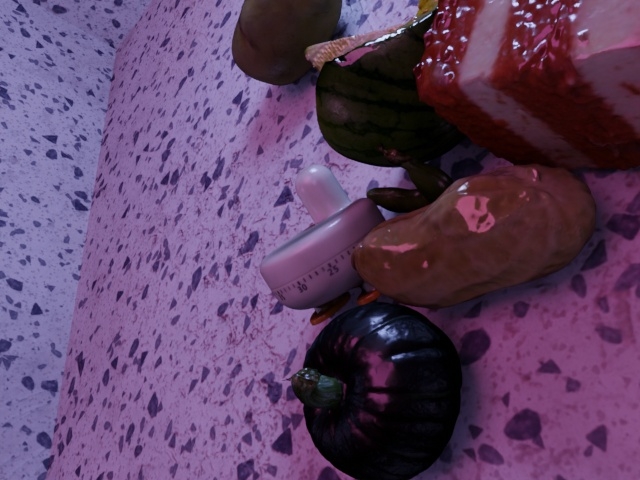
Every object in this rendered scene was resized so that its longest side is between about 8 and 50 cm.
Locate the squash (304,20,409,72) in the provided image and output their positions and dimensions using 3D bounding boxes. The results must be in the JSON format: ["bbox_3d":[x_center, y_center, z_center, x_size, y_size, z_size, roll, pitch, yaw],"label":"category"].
[{"bbox_3d":[0.132,-0.398,1.234,0.289,0.111,0.203,-44,72,32],"label":"squash"}]

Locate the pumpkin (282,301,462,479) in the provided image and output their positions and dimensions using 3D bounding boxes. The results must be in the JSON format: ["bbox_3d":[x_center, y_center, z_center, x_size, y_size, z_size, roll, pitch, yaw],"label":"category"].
[{"bbox_3d":[0.054,0.202,0.854,0.248,0.248,0.248,-30,47,39],"label":"pumpkin"}]

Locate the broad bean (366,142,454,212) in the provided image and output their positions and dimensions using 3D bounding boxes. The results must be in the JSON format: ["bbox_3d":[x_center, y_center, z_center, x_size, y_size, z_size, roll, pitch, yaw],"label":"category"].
[{"bbox_3d":[0.145,-0.080,0.983,0.049,0.144,0.292,-64,-4,-7],"label":"broad bean"}]

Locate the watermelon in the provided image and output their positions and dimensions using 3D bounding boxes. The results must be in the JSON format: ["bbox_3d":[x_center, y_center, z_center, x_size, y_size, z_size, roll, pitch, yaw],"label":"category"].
[{"bbox_3d":[0.163,-0.228,0.970,0.189,0.331,0.330,46,108,30],"label":"watermelon"}]

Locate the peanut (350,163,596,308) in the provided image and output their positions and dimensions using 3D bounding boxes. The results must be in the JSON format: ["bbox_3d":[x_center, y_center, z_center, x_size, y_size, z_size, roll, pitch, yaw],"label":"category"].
[{"bbox_3d":[0.203,0.006,0.852,0.340,0.174,0.158,-33,70,40],"label":"peanut"}]

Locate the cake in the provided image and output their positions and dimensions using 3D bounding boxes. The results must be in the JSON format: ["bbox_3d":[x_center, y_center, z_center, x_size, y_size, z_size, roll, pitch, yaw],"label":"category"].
[{"bbox_3d":[0.331,-0.248,0.753,0.319,0.270,0.269,3,72,52],"label":"cake"}]

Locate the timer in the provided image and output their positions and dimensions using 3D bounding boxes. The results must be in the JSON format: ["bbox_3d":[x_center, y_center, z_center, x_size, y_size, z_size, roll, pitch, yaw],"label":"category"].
[{"bbox_3d":[0.000,0.000,1.053,0.233,0.240,0.233,-32,5,3],"label":"timer"}]

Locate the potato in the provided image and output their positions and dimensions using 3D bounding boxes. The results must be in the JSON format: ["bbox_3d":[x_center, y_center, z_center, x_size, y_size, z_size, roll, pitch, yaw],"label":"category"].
[{"bbox_3d":[-0.079,-0.534,1.501,0.326,0.221,0.243,-58,25,30],"label":"potato"}]
